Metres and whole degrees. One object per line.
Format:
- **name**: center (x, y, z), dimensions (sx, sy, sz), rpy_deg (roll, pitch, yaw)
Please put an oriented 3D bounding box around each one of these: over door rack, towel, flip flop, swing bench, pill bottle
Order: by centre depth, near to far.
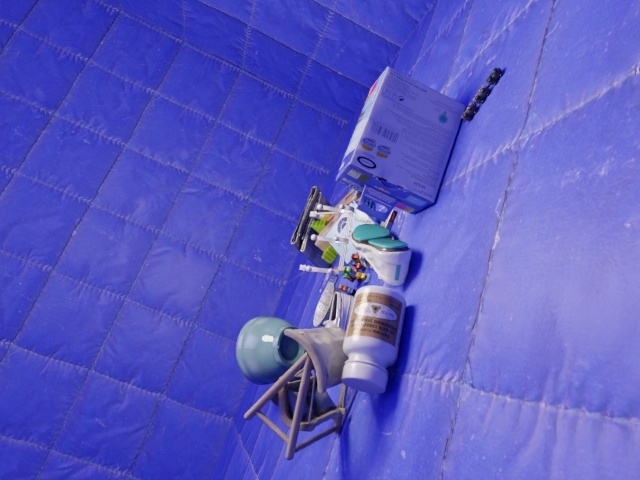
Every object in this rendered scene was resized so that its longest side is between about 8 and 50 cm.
- **pill bottle**: center (0.124, 0.235, 1.033), dimensions (0.131, 0.131, 0.229), rpy_deg (129, 162, -57)
- **swing bench**: center (-0.014, 0.357, 1.078), dimensions (0.253, 0.165, 0.254), rpy_deg (15, -77, -61)
- **over door rack**: center (0.000, 0.000, 1.546), dimensions (0.324, 0.108, 0.239), rpy_deg (177, 105, -68)
- **flip flop**: center (-0.112, 0.576, 1.636), dimensions (0.277, 0.112, 0.080), rpy_deg (-51, 32, 41)
- **towel**: center (0.004, -0.042, 2.012), dimensions (0.056, 0.324, 0.312), rpy_deg (6, 66, 35)

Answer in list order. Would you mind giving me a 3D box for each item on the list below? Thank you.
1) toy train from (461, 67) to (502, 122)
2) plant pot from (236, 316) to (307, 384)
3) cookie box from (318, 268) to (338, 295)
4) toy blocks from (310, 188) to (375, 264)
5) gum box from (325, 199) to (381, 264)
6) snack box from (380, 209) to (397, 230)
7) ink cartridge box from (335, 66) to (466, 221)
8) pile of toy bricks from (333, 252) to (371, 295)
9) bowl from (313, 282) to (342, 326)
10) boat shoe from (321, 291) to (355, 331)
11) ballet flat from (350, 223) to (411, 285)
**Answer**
- **toy train**: center (0.431, -0.391, 1.163), dimensions (0.158, 0.027, 0.036), rpy_deg (-60, 8, 32)
- **plant pot**: center (-0.182, 0.459, 1.835), dimensions (0.196, 0.293, 0.293), rpy_deg (-18, 43, 41)
- **cookie box**: center (0.034, 0.189, 1.891), dimensions (0.092, 0.040, 0.107), rpy_deg (-123, 58, -78)
- **toy blocks**: center (0.119, -0.104, 1.810), dimensions (0.261, 0.191, 0.381), rpy_deg (-46, 11, 30)
- **gum box**: center (0.120, -0.029, 1.597), dimensions (0.184, 0.041, 0.157), rpy_deg (-52, 55, 20)
- **snack box**: center (0.212, -0.023, 1.486), dimensions (0.064, 0.022, 0.178), rpy_deg (-155, 89, -79)
- **ink cartridge box**: center (0.221, -0.258, 1.257), dimensions (0.151, 0.270, 0.395), rpy_deg (139, 153, -72)
- **pile of toy bricks**: center (0.099, 0.115, 1.524), dimensions (0.212, 0.105, 0.118), rpy_deg (135, 156, -66)
- **bowl**: center (0.045, 0.248, 1.579), dimensions (0.170, 0.080, 0.170), rpy_deg (-62, 11, 22)
- **boat shoe**: center (0.048, 0.293, 1.428), dimensions (0.096, 0.088, 0.267), rpy_deg (132, 159, -61)
- **ballet flat**: center (0.171, 0.041, 1.300), dimensions (0.400, 0.139, 0.139), rpy_deg (-122, 56, -77)
